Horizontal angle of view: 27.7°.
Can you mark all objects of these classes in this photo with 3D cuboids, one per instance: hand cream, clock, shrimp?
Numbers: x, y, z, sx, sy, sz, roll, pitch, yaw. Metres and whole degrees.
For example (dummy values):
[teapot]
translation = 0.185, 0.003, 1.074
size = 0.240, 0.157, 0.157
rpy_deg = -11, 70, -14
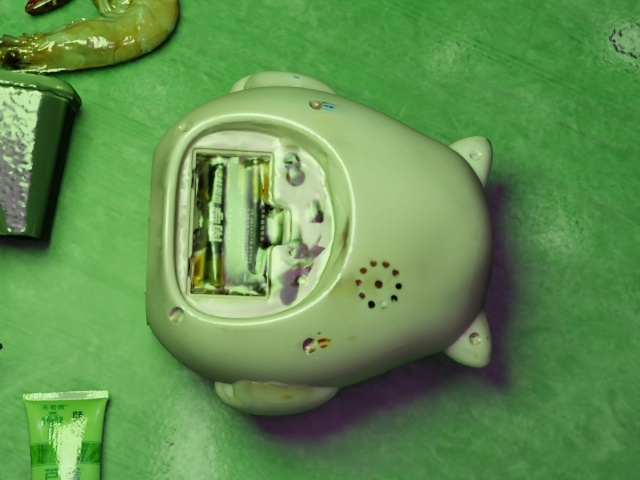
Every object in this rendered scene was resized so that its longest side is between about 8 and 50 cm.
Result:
[hand cream]
translation = -0.277, 0.251, 1.408
size = 0.095, 0.046, 0.175
rpy_deg = -2, 78, -2
[clock]
translation = 0.000, 0.000, 1.370
size = 0.376, 0.250, 0.368
rpy_deg = 2, 79, -3
[shrimp]
translation = -0.280, -0.258, 1.500
size = 0.236, 0.053, 0.133
rpy_deg = -18, 83, -10

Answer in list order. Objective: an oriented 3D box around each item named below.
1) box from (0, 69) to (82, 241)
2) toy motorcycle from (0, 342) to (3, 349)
[box]
translation = -0.412, -0.100, 1.424
size = 0.274, 0.138, 0.178
rpy_deg = 6, 86, 0
[toy motorcycle]
translation = -0.541, 0.132, 1.342
size = 0.400, 0.207, 0.134
rpy_deg = 8, 47, -4
